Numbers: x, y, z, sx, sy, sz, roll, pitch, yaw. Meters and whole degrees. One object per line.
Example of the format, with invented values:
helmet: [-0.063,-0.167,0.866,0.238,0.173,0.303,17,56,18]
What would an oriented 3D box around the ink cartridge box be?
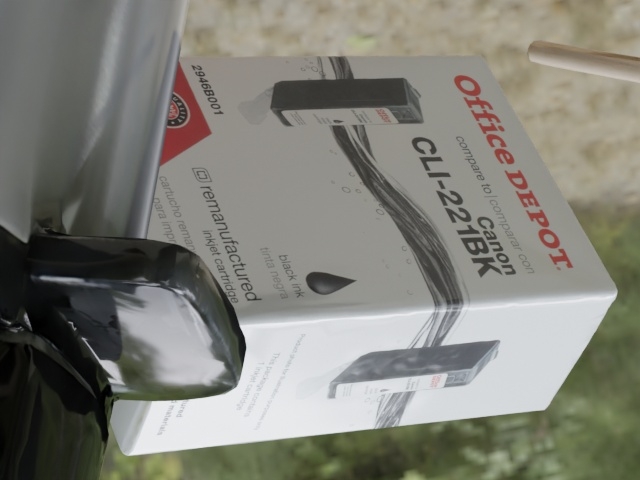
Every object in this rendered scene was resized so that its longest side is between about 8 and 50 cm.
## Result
ink cartridge box: [0.000,0.000,1.051,0.273,0.197,0.114,-3,140,-29]

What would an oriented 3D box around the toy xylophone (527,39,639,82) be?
toy xylophone: [0.163,-0.180,0.804,0.081,0.236,0.322,-16,-154,-26]

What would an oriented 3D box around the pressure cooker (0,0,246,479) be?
pressure cooker: [-0.238,-0.044,0.625,0.375,0.420,0.370,23,150,-30]
